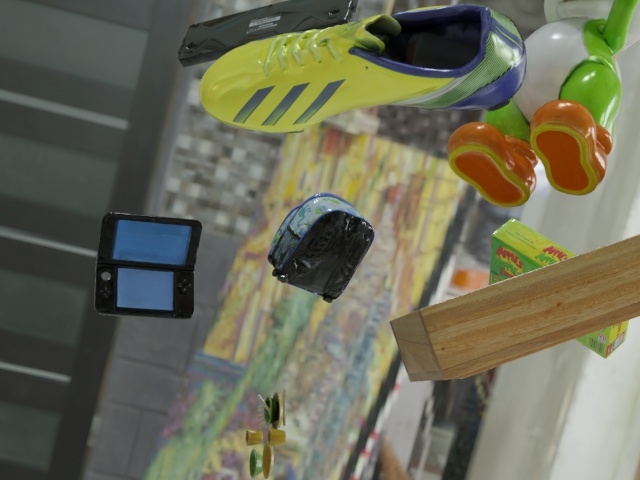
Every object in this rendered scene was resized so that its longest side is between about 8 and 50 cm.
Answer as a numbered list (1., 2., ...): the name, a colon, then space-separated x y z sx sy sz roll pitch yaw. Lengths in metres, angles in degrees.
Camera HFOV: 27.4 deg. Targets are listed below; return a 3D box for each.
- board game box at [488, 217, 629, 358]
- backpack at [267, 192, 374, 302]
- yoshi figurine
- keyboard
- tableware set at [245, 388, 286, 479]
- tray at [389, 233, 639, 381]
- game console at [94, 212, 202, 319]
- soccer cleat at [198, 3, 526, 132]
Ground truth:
1. board game box: 0.289 0.057 1.591 0.181 0.092 0.043 33 55 31
2. backpack: 0.000 0.000 1.595 0.105 0.114 0.084 24 18 -35
3. yoshi figurine: 0.243 -0.223 1.321 0.203 0.362 0.203 23 -32 6
4. keyboard: -0.052 -0.196 1.301 0.192 0.038 0.100 -10 38 23
5. tableware set: -0.071 0.245 1.639 0.024 0.104 0.154 4 -16 -15
6. tray: 0.282 0.040 1.256 0.411 0.076 0.203 -19 -4 -7
7. game console: -0.208 0.033 1.586 0.122 0.107 0.071 5 -27 -14
8. soccer cleat: 0.024 -0.151 1.079 0.289 0.093 0.121 -2 -20 21
